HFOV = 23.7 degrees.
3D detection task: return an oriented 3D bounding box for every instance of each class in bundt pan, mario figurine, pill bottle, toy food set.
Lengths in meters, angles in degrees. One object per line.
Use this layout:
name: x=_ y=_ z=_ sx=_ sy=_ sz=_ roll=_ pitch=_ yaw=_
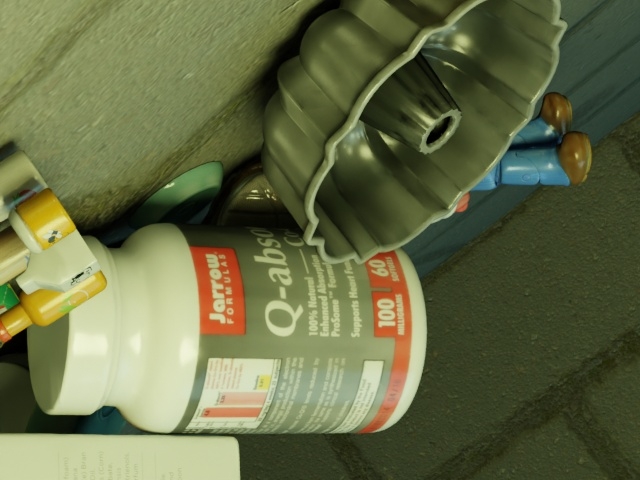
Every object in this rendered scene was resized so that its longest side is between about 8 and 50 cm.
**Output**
bundt pan: x=0.074 y=-0.140 z=1.443 sx=0.331 sy=0.124 sz=0.331 roll=-35 pitch=155 yaw=-20
mario figurine: x=0.164 y=-0.116 z=1.872 sx=0.320 sy=0.170 sz=0.198 roll=-11 pitch=-173 yaw=-7
pill bottle: x=-0.344 y=0.196 z=1.795 sx=0.124 sy=0.124 sz=0.221 roll=-35 pitch=169 yaw=-1
pill bottle: x=-0.095 y=0.089 z=1.526 sx=0.363 sy=0.210 sz=0.210 roll=2 pitch=153 yaw=-25
toy food set: x=-0.251 y=0.008 z=1.242 sx=0.104 sy=0.111 sz=0.232 roll=-34 pitch=173 yaw=-8

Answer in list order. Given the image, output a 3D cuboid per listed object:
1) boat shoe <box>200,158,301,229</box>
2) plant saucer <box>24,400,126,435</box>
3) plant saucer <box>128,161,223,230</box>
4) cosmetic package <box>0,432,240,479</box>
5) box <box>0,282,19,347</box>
boat shoe: x=-0.108 y=0.052 z=1.712 sx=0.324 sy=0.123 sz=0.116 roll=-59 pitch=-159 yaw=18
plant saucer: x=-0.240 y=0.149 z=1.730 sx=0.318 sy=0.043 sz=0.317 roll=-62 pitch=172 yaw=-16
plant saucer: x=-0.148 y=-0.040 z=1.625 sx=0.119 sy=0.021 sz=0.119 roll=-34 pitch=169 yaw=-7
cosmetic package: x=-0.324 y=0.274 z=1.459 sx=0.453 sy=0.162 sz=0.230 roll=5 pitch=165 yaw=-32
box: x=-0.379 y=0.117 z=1.549 sx=0.105 sy=0.043 sz=0.179 roll=-25 pitch=168 yaw=-43
